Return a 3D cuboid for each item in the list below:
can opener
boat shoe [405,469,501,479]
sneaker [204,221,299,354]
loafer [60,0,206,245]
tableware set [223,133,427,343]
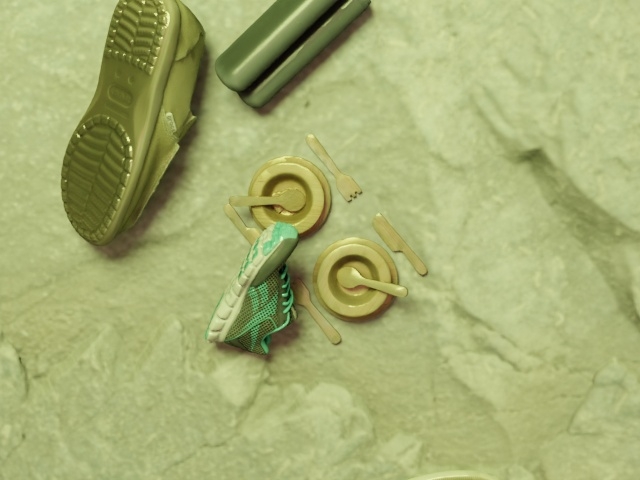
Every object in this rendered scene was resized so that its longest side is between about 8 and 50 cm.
[{"bbox_3d":[0.007,-0.251,0.879,0.280,0.074,0.093,-47,56,6],"label":"can opener"},{"bbox_3d":[0.047,0.332,0.906,0.325,0.097,0.116,-23,93,7],"label":"boat shoe"},{"bbox_3d":[-0.051,0.052,0.896,0.076,0.065,0.166,27,126,-9],"label":"sneaker"},{"bbox_3d":[-0.176,-0.114,0.888,0.102,0.092,0.268,37,114,28],"label":"loafer"},{"bbox_3d":[0.000,0.000,0.908,0.128,0.039,0.194,-40,91,7],"label":"tableware set"}]
